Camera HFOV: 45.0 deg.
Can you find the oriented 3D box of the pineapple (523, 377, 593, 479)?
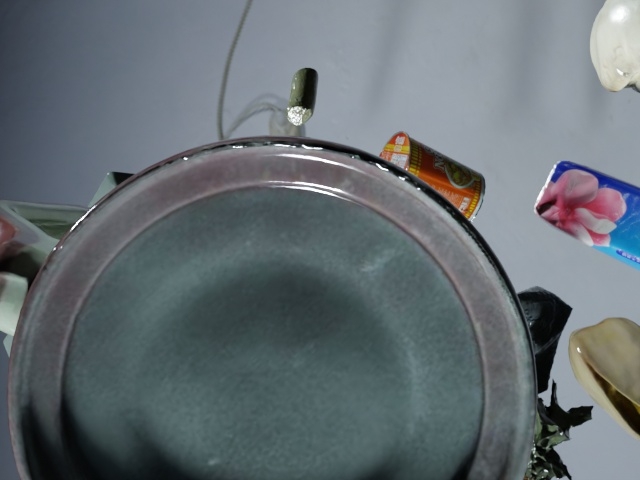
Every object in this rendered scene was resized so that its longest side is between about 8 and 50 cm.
[{"bbox_3d":[0.367,0.358,1.318,0.118,0.277,0.130,10,39,1],"label":"pineapple"}]

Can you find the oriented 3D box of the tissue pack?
[{"bbox_3d":[0.540,-0.032,1.374,0.269,0.209,0.137,28,105,27],"label":"tissue pack"}]

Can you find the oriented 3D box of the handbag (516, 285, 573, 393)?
[{"bbox_3d":[0.334,0.193,1.328,0.088,0.175,0.271,30,123,39],"label":"handbag"}]

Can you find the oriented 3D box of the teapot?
[{"bbox_3d":[-0.062,0.047,0.479,0.314,0.312,0.233,22,92,-3],"label":"teapot"}]

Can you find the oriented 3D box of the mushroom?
[{"bbox_3d":[0.527,-0.283,1.146,0.260,0.254,0.234,-18,90,-34],"label":"mushroom"}]

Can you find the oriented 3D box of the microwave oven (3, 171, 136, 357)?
[{"bbox_3d":[-0.189,0.102,0.869,0.295,0.181,0.238,-50,58,29],"label":"microwave oven"}]

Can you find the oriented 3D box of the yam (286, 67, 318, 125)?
[{"bbox_3d":[-0.027,-0.221,1.180,0.043,0.043,0.094,-2,54,10],"label":"yam"}]

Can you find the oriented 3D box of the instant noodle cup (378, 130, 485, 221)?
[{"bbox_3d":[0.242,-0.119,1.713,0.212,0.193,0.193,17,81,-19],"label":"instant noodle cup"}]

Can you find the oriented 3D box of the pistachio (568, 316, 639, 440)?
[{"bbox_3d":[0.443,0.198,1.105,0.131,0.130,0.206,0,36,-28],"label":"pistachio"}]
